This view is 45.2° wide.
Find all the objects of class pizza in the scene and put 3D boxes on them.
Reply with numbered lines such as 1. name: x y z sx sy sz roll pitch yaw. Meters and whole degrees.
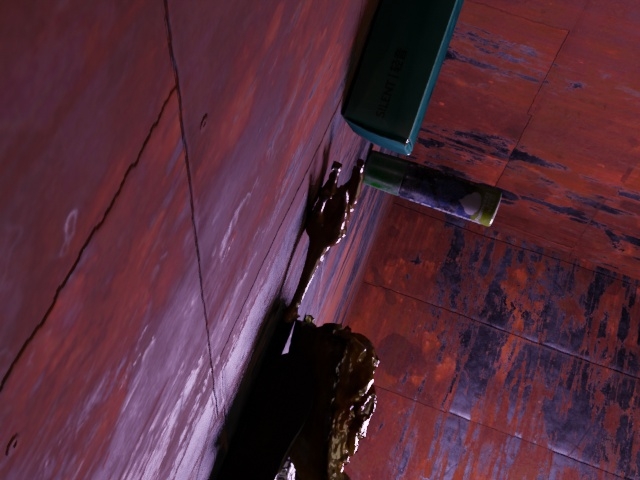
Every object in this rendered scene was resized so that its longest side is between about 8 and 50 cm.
1. pizza: 0.010 0.267 1.383 0.278 0.114 0.409 -62 -155 23

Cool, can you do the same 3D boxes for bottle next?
1. bottle: 0.266 -0.129 1.859 0.093 0.329 0.093 19 90 -83

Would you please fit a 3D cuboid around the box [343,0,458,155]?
1. box: 0.144 -0.311 1.269 0.205 0.118 0.312 -6 115 -80

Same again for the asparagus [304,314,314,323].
1. asparagus: -0.026 0.191 1.737 0.108 0.021 0.025 94 16 -67

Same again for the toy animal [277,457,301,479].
1. toy animal: -0.082 0.476 1.435 0.116 0.179 0.219 -119 -138 -63

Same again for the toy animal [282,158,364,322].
1. toy animal: 0.000 0.000 1.219 0.230 0.066 0.224 110 4 -48

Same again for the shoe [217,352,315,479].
1. shoe: -0.087 0.322 1.295 0.275 0.103 0.098 -63 171 -17
